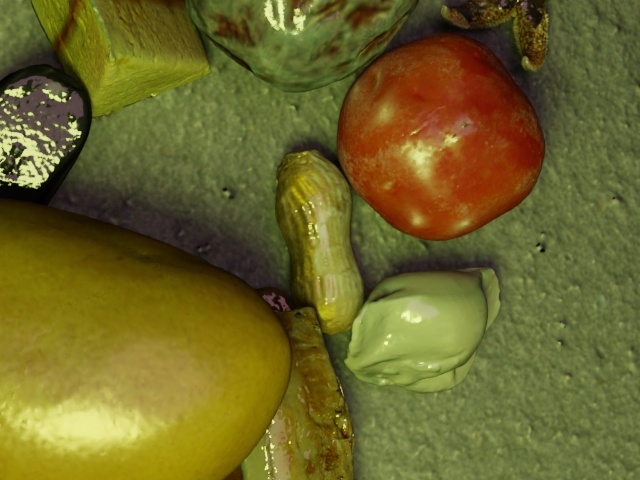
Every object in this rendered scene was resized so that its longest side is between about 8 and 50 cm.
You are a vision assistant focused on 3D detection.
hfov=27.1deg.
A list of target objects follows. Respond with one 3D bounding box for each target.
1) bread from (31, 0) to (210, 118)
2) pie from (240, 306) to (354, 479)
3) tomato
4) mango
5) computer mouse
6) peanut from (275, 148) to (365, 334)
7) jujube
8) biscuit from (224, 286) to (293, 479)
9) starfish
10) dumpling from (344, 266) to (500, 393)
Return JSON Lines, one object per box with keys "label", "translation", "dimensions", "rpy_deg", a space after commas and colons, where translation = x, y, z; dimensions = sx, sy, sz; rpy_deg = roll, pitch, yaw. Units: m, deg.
{"label": "bread", "translation": [-0.185, -0.241, 1.347], "dimensions": [0.163, 0.264, 0.167], "rpy_deg": [-23, 92, -18]}
{"label": "pie", "translation": [-0.025, 0.213, 1.356], "dimensions": [0.129, 0.068, 0.282], "rpy_deg": [-8, 82, -32]}
{"label": "tomato", "translation": [0.130, -0.114, 1.451], "dimensions": [0.232, 0.188, 0.232], "rpy_deg": [3, 77, -13]}
{"label": "mango", "translation": [-0.250, 0.113, 1.234], "dimensions": [0.446, 0.232, 0.300], "rpy_deg": [6, 71, 2]}
{"label": "computer mouse", "translation": [-0.322, -0.082, 1.365], "dimensions": [0.122, 0.073, 0.217], "rpy_deg": [36, 87, -13]}
{"label": "peanut", "translation": [0.000, 0.000, 1.443], "dimensions": [0.087, 0.087, 0.206], "rpy_deg": [-8, 82, -18]}
{"label": "jujube", "translation": [-0.006, -0.305, 1.434], "dimensions": [0.247, 0.215, 0.308], "rpy_deg": [23, 73, -8]}
{"label": "biscuit", "translation": [-0.123, 0.167, 1.393], "dimensions": [0.257, 0.049, 0.272], "rpy_deg": [2, 80, -19]}
{"label": "starfish", "translation": [0.230, -0.308, 1.588], "dimensions": [0.216, 0.071, 0.238], "rpy_deg": [-10, 72, -13]}
{"label": "dumpling", "translation": [0.110, 0.103, 1.442], "dimensions": [0.229, 0.124, 0.151], "rpy_deg": [-4, 117, -38]}
